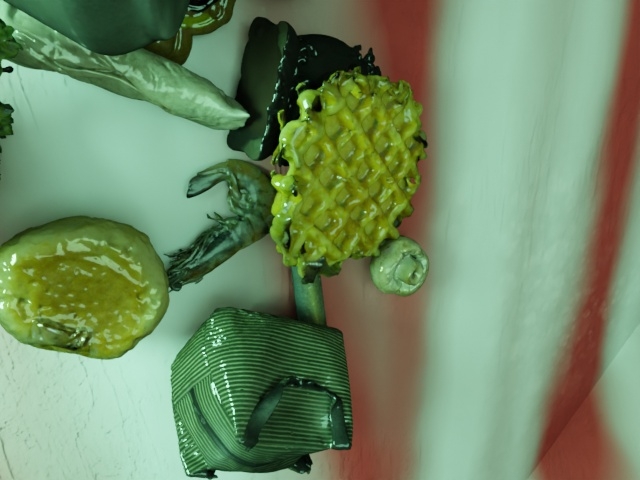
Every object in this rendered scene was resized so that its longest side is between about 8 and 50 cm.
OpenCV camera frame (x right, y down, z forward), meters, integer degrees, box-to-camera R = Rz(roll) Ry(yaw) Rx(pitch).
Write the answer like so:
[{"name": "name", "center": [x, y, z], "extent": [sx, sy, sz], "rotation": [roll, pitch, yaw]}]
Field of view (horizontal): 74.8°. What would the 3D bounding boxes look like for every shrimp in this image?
[{"name": "shrimp", "center": [-0.206, -0.027, 0.749], "extent": [0.296, 0.058, 0.169], "rotation": [-39, 114, -15]}]

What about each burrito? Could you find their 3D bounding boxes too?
[{"name": "burrito", "center": [-0.291, -0.238, 0.583], "extent": [0.392, 0.117, 0.076], "rotation": [14, 86, -31]}]

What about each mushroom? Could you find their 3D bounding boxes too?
[{"name": "mushroom", "center": [0.180, 0.059, 0.950], "extent": [0.148, 0.112, 0.148], "rotation": [-15, 117, -33]}]

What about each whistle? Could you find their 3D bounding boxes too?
[{"name": "whistle", "center": [-0.029, 0.097, 0.884], "extent": [0.068, 0.057, 0.326], "rotation": [-15, 115, -20]}]

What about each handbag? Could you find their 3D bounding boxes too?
[{"name": "handbag", "center": [-0.099, 0.297, 0.790], "extent": [0.341, 0.240, 0.247], "rotation": [19, 127, -33]}]

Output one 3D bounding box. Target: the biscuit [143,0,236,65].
[{"name": "biscuit", "center": [-0.213, -0.393, 0.587], "extent": [0.209, 0.041, 0.290], "rotation": [8, 114, -30]}]

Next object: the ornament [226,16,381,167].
[{"name": "ornament", "center": [-0.013, -0.244, 0.750], "extent": [0.261, 0.106, 0.251], "rotation": [2, 114, -43]}]

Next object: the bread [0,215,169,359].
[{"name": "bread", "center": [-0.362, 0.071, 0.652], "extent": [0.245, 0.134, 0.244], "rotation": [-9, 113, -22]}]

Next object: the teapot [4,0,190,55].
[{"name": "teapot", "center": [-0.301, -0.398, 0.388], "extent": [0.362, 0.305, 0.375], "rotation": [12, 81, -13]}]

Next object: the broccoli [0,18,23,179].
[{"name": "broccoli", "center": [-0.447, -0.005, 0.425], "extent": [0.275, 0.353, 0.396], "rotation": [-8, 69, -40]}]

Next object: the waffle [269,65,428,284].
[{"name": "waffle", "center": [0.060, -0.118, 0.779], "extent": [0.382, 0.095, 0.379], "rotation": [-16, 124, -43]}]
